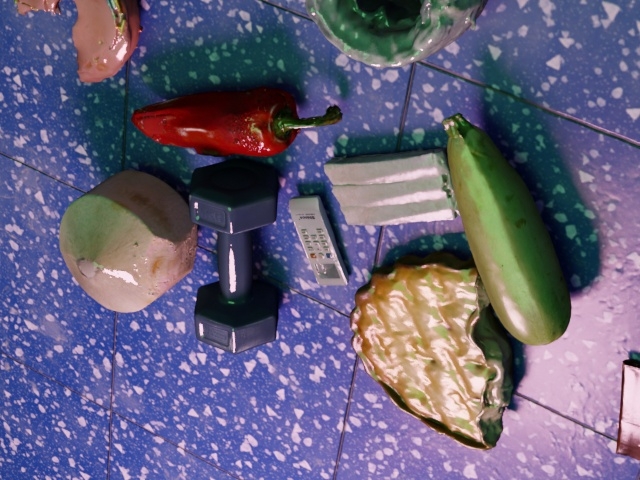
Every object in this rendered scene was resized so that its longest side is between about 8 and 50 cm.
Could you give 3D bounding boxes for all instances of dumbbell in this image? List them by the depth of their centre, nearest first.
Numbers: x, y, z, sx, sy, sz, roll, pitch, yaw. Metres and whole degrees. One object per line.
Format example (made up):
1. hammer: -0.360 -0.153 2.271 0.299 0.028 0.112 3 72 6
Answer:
1. dumbbell: -0.141 0.028 2.213 0.143 0.156 0.316 1 124 0

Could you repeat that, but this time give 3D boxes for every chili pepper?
1. chili pepper: -0.143 -0.187 2.101 0.387 0.110 0.110 4 120 37

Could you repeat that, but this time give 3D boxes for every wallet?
1. wallet: 0.491 0.263 2.013 0.095 0.026 0.176 17 125 32

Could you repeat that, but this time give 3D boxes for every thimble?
1. thimble: 0.111 -0.347 1.790 0.250 0.172 0.205 14 129 30

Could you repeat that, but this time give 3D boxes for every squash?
1. squash: 0.264 -0.018 1.932 0.118 0.118 0.371 -14 106 39

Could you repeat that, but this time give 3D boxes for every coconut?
1. coconut: -0.325 0.007 2.268 0.241 0.241 0.241 17 126 25

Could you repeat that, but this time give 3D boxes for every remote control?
1. remote control: 0.000 0.000 2.176 0.061 0.029 0.162 0 123 36

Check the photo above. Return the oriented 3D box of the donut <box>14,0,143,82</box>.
1. donut: -0.377 -0.379 2.151 0.233 0.085 0.199 50 133 -2

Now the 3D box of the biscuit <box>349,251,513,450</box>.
1. biscuit: 0.202 0.156 2.112 0.329 0.078 0.335 41 132 9

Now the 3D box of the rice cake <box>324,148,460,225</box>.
1. rice cake: 0.114 -0.081 2.040 0.211 0.038 0.124 -8 113 37
